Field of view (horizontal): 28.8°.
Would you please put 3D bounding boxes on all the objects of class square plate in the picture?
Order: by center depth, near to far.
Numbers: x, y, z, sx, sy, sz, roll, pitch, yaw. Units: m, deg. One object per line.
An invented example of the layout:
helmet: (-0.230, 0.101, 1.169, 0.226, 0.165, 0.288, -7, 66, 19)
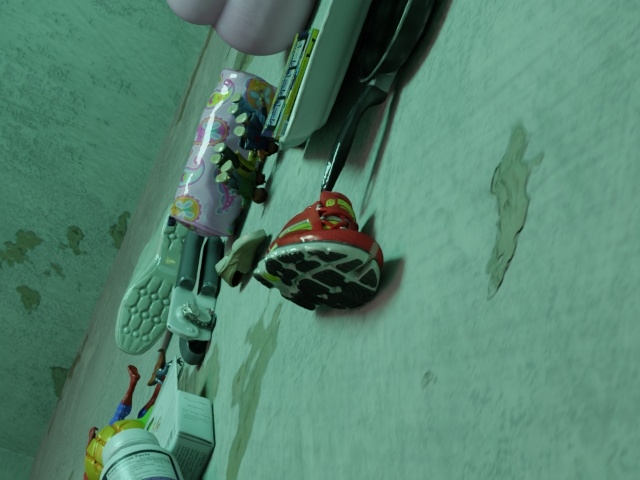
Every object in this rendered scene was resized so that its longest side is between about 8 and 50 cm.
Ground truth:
square plate: (0.026, -0.277, 1.608, 0.347, 0.049, 0.344, -140, 71, -86)

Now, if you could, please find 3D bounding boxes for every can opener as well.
can opener: (-0.212, 0.085, 2.068, 0.280, 0.074, 0.093, -88, 21, -52)

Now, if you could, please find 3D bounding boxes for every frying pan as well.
frying pan: (0.080, -0.217, 1.398, 0.197, 0.053, 0.326, 127, 157, -56)

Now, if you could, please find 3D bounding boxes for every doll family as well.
doll family: (-0.109, -0.141, 1.953, 0.076, 0.111, 0.193, 6, 71, 46)

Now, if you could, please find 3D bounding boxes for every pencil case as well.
pencil case: (-0.157, -0.141, 2.079, 0.124, 0.124, 0.284, -163, 91, -76)

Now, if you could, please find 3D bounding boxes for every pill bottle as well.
pill bottle: (-0.224, 0.331, 1.600, 0.108, 0.108, 0.193, -65, 30, 21)

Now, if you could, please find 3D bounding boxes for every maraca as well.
maraca: (-0.326, 0.350, 2.105, 0.185, 0.099, 0.127, -39, 32, 15)

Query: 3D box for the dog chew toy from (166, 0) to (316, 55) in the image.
dog chew toy: (-0.174, -0.448, 2.123, 0.206, 0.331, 0.207, -160, 90, -76)

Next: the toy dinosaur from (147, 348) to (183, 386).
toy dinosaur: (-0.276, 0.224, 2.146, 0.082, 0.090, 0.047, -24, 21, 27)

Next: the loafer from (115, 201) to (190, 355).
loafer: (-0.308, 0.074, 2.410, 0.320, 0.112, 0.111, -66, 7, -14)

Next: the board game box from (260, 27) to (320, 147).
board game box: (-0.031, -0.225, 1.854, 0.141, 0.048, 0.170, -148, 77, -78)

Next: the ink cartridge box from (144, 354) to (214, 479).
ink cartridge box: (-0.233, 0.341, 1.823, 0.239, 0.060, 0.275, -105, 37, -68)

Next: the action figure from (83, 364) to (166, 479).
action figure: (-0.368, 0.350, 2.273, 0.280, 0.091, 0.139, -66, 21, 11)

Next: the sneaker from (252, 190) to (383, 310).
sneaker: (0.000, 0.000, 1.313, 0.118, 0.107, 0.279, -63, 15, -11)

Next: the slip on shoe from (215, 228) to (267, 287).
slip on shoe: (-0.113, 0.027, 1.842, 0.135, 0.051, 0.041, -42, 70, 47)
